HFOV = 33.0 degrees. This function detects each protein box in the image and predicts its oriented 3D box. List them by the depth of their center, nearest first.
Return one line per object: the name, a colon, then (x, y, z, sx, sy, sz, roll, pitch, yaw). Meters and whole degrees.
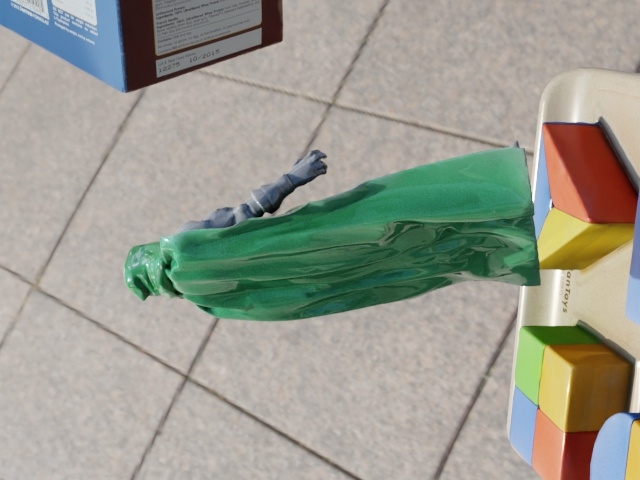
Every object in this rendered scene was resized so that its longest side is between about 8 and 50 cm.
protein box: (-0.139, -0.237, 0.717, 0.199, 0.136, 0.201, 30, 132, 37)

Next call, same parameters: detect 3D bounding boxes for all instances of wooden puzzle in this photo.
wooden puzzle: (0.202, 0.061, 0.690, 0.348, 0.080, 0.322, -141, 53, -70)

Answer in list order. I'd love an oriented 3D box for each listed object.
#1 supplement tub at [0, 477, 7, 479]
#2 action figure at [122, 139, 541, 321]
supplement tub: (-0.223, 0.255, 0.399, 0.338, 0.207, 0.207, -35, 48, 6)
action figure: (0.000, 0.000, 0.597, 0.232, 0.137, 0.064, -10, 53, 8)
